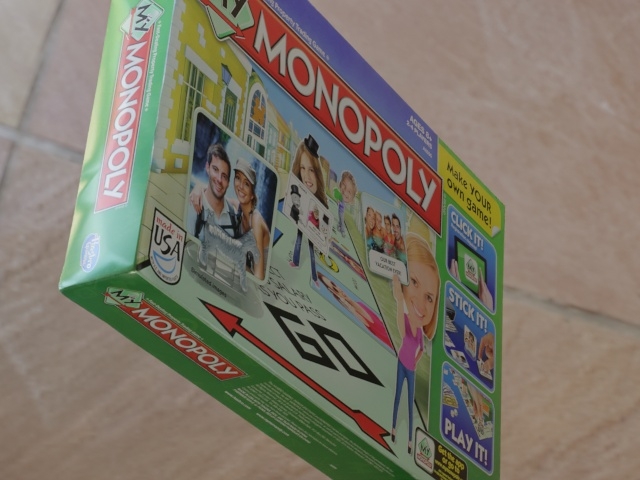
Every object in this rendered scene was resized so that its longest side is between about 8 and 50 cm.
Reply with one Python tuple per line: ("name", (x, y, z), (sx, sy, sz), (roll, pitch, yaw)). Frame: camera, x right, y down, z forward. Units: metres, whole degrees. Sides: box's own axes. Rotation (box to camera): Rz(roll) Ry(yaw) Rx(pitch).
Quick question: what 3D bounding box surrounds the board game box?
("board game box", (0.000, 0.000, 0.884), (0.046, 0.317, 0.213), (-14, 55, 30))
